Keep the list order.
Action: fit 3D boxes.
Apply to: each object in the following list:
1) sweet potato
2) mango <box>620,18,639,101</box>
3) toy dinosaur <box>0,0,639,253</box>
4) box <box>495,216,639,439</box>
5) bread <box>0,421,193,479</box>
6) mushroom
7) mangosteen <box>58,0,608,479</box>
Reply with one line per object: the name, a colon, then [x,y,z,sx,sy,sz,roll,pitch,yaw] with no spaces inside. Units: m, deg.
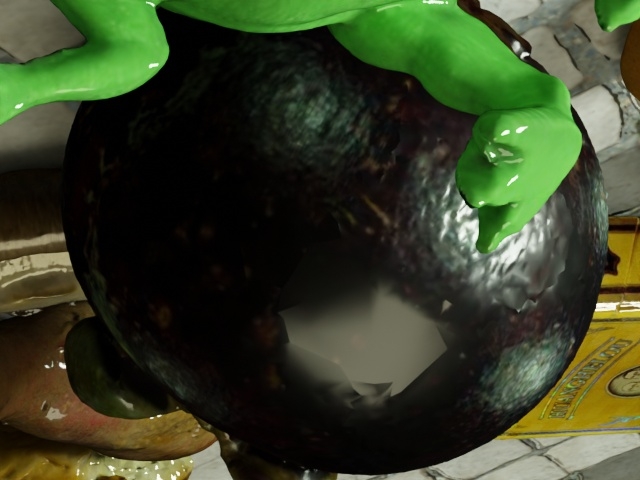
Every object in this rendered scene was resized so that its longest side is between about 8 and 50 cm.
sweet potato: [-0.162,0.087,1.002,0.109,0.109,0.385,-29,160,23]
mango: [0.242,-0.117,0.902,0.159,0.084,0.105,-31,139,24]
toy dinosaur: [0.016,-0.175,0.698,0.500,0.374,0.144,-38,150,-46]
box: [0.259,0.068,1.200,0.301,0.084,0.193,0,145,-23]
bread: [-0.258,0.208,1.149,0.344,0.149,0.195,-8,163,-11]
mushroom: [-0.154,0.000,0.931,0.210,0.072,0.094,-9,152,-9]
mangosteen: [0.000,0.000,0.802,0.288,0.288,0.288,-11,148,-7]
